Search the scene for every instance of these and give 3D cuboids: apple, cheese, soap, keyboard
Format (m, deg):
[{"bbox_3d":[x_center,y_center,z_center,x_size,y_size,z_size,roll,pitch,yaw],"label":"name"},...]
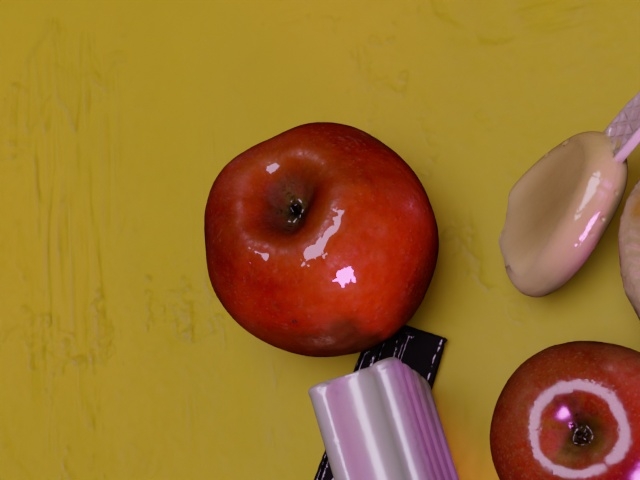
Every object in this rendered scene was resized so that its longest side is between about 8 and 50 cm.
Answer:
[{"bbox_3d":[0.000,0.000,1.480,0.218,0.201,0.218,-9,62,18],"label":"apple"},{"bbox_3d":[0.247,-0.069,1.422,0.255,0.050,0.127,-54,27,29],"label":"cheese"},{"bbox_3d":[0.080,0.247,1.391,0.088,0.160,0.265,-21,74,10],"label":"soap"},{"bbox_3d":[0.236,0.173,1.358,0.181,0.168,0.181,-4,76,15],"label":"apple"},{"bbox_3d":[0.045,0.199,1.509,0.087,0.017,0.250,16,82,26],"label":"keyboard"}]

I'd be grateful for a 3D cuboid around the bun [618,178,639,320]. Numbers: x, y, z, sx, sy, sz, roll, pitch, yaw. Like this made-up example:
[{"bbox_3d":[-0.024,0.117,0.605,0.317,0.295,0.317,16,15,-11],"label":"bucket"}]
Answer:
[{"bbox_3d":[0.379,0.007,1.352,0.244,0.153,0.243,-10,76,43],"label":"bun"}]
